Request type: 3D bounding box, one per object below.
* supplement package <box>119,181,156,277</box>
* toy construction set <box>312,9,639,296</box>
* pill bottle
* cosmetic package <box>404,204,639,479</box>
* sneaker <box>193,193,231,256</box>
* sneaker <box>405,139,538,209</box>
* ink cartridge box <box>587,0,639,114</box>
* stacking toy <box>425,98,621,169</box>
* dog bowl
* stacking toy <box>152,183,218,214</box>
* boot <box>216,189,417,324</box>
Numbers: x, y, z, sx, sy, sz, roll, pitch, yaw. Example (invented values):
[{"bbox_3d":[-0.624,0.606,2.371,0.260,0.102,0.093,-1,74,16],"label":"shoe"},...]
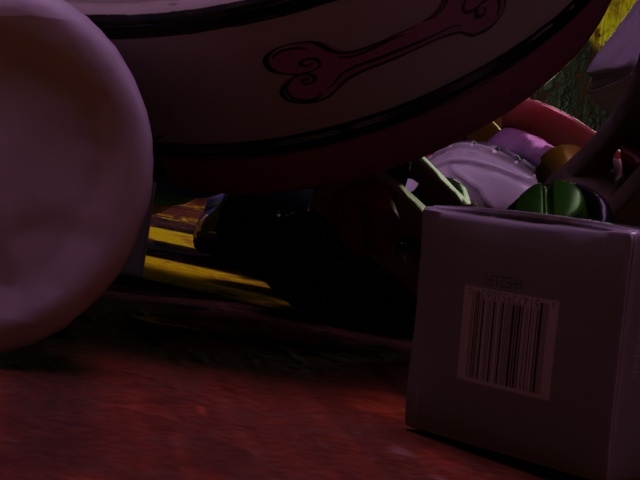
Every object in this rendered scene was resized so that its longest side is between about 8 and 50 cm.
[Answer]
[{"bbox_3d":[-0.259,-0.088,1.118,0.199,0.198,0.263,10,3,34],"label":"supplement package"},{"bbox_3d":[0.119,-0.018,1.012,0.257,0.237,0.309,-35,42,-13],"label":"toy construction set"},{"bbox_3d":[-0.203,-0.044,0.796,0.162,0.162,0.278,7,3,-31],"label":"pill bottle"},{"bbox_3d":[0.166,0.047,0.722,0.238,0.107,0.127,3,3,-38],"label":"cosmetic package"},{"bbox_3d":[-0.024,-0.048,1.601,0.130,0.147,0.330,10,4,16],"label":"sneaker"},{"bbox_3d":[0.067,-0.006,1.347,0.297,0.129,0.111,4,-40,39],"label":"sneaker"},{"bbox_3d":[0.411,-0.098,1.103,0.385,0.279,0.160,36,-1,-2],"label":"ink cartridge box"},{"bbox_3d":[0.206,-0.025,1.702,0.279,0.130,0.309,38,-10,-27],"label":"stacking toy"},{"bbox_3d":[-0.009,-0.188,0.953,0.408,0.150,0.408,-11,41,10],"label":"dog bowl"},{"bbox_3d":[-0.127,-0.070,1.292,0.141,0.141,0.330,6,-23,-43],"label":"stacking toy"},{"bbox_3d":[0.000,0.000,1.201,0.246,0.094,0.207,17,2,23],"label":"boot"}]
